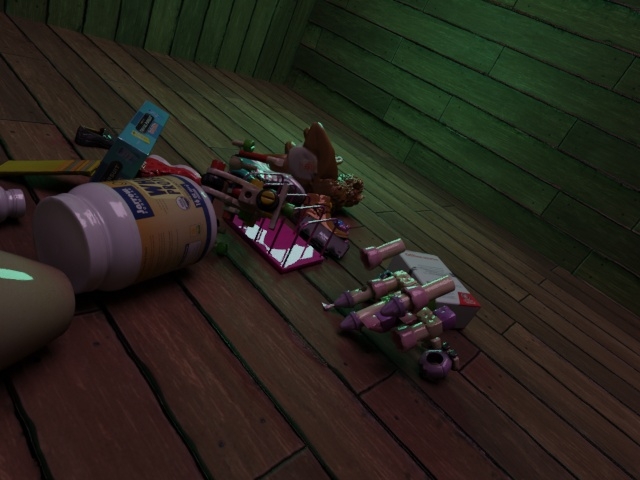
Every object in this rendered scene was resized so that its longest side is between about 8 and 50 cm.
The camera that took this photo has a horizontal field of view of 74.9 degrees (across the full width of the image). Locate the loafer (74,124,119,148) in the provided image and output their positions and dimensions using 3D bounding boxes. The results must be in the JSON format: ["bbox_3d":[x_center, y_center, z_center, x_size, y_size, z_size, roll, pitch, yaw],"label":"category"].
[{"bbox_3d":[-0.737,-0.352,1.422,0.062,0.061,0.170,39,28,27],"label":"loafer"}]

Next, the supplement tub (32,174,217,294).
[{"bbox_3d":[-0.414,-0.021,0.920,0.228,0.228,0.316,36,27,18],"label":"supplement tub"}]

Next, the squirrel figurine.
[{"bbox_3d":[-0.001,-0.280,1.793,0.397,0.281,0.370,53,12,0],"label":"squirrel figurine"}]

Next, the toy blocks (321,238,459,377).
[{"bbox_3d":[0.176,0.205,1.110,0.260,0.308,0.288,-21,30,-14],"label":"toy blocks"}]

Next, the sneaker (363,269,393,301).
[{"bbox_3d":[0.185,0.138,1.338,0.065,0.076,0.166,34,27,18],"label":"sneaker"}]

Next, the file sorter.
[{"bbox_3d":[-0.118,-0.069,1.326,0.291,0.182,0.202,40,29,26],"label":"file sorter"}]

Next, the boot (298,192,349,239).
[{"bbox_3d":[0.022,-0.085,1.514,0.197,0.073,0.152,16,71,-15],"label":"boot"}]

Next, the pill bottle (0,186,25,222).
[{"bbox_3d":[-0.734,-0.077,0.892,0.160,0.087,0.087,-8,42,-49],"label":"pill bottle"}]

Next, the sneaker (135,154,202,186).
[{"bbox_3d":[-0.506,-0.201,1.355,0.221,0.086,0.128,19,33,13],"label":"sneaker"}]

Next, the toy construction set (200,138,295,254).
[{"bbox_3d":[-0.168,-0.132,1.151,0.238,0.257,0.308,14,57,6],"label":"toy construction set"}]

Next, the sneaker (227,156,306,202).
[{"bbox_3d":[-0.211,-0.190,1.497,0.296,0.123,0.178,28,44,7],"label":"sneaker"}]

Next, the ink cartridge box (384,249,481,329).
[{"bbox_3d":[0.370,0.162,1.418,0.197,0.114,0.272,10,31,-28],"label":"ink cartridge box"}]

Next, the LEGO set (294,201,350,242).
[{"bbox_3d":[0.028,-0.091,1.597,0.227,0.093,0.087,30,26,7],"label":"LEGO set"}]

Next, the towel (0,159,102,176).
[{"bbox_3d":[-0.718,-0.192,1.110,0.238,0.021,0.102,-2,27,-9],"label":"towel"}]

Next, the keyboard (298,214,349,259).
[{"bbox_3d":[0.000,0.000,1.447,0.192,0.038,0.100,38,56,6],"label":"keyboard"}]

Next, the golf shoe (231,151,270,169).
[{"bbox_3d":[-0.270,-0.288,1.623,0.186,0.067,0.086,34,36,32],"label":"golf shoe"}]

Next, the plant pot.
[{"bbox_3d":[-0.524,0.106,0.608,0.257,0.256,0.274,36,12,20],"label":"plant pot"}]

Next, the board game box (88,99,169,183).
[{"bbox_3d":[-0.532,-0.217,1.129,0.079,0.253,0.336,33,21,-26],"label":"board game box"}]
